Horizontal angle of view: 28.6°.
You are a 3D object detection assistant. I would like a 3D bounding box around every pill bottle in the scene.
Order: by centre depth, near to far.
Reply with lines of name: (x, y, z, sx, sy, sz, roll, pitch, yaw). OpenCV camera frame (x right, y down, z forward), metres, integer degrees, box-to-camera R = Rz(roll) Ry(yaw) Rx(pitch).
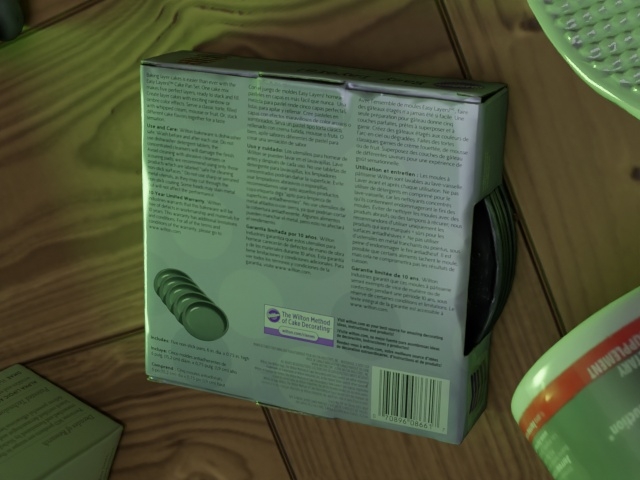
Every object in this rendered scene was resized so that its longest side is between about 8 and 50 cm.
pill bottle: (0.249, 0.166, 0.712, 0.161, 0.161, 0.283, -46, 64, 29)

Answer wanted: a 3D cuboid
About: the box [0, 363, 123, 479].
box: (-0.274, 0.226, 1.011, 0.119, 0.182, 0.181, 28, 115, 17)

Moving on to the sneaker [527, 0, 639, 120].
sneaker: (0.241, -0.101, 0.710, 0.126, 0.127, 0.321, -53, 56, 22)

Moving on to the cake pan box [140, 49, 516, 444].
cake pan box: (0.000, 0.000, 0.878, 0.267, 0.070, 0.245, 8, 111, 23)

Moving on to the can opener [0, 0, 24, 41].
can opener: (-0.362, -0.181, 1.002, 0.284, 0.076, 0.095, 18, 144, 19)
